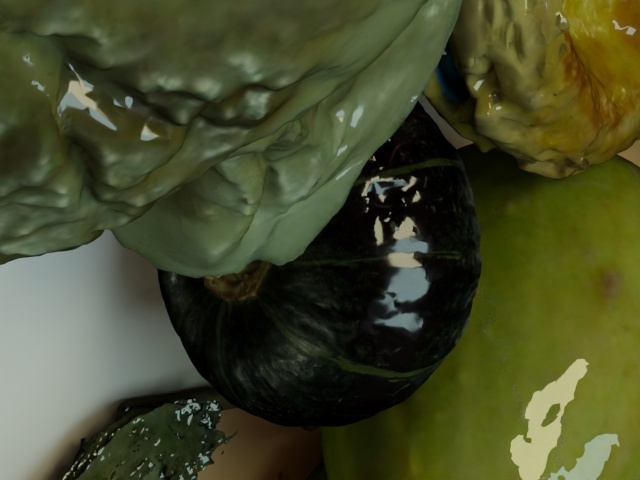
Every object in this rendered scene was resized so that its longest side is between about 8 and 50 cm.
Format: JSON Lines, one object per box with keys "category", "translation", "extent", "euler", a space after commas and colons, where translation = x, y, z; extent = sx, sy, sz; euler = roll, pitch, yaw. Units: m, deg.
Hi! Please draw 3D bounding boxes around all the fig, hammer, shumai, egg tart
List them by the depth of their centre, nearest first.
{"category": "shumai", "translation": [-0.028, -0.107, 0.650], "extent": [0.288, 0.330, 0.292], "euler": [36, 38, -37]}
{"category": "egg tart", "translation": [0.139, -0.226, 0.885], "extent": [0.388, 0.169, 0.387], "euler": [-37, 140, -39]}
{"category": "fig", "translation": [0.117, 0.090, 0.996], "extent": [0.326, 0.258, 0.258], "euler": [-61, 151, -45]}
{"category": "hammer", "translation": [-0.054, 0.094, 1.010], "extent": [0.182, 0.017, 0.062], "euler": [-2, 111, -51]}

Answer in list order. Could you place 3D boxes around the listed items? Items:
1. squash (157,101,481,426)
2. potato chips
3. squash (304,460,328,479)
{"category": "squash", "translation": [-0.004, 0.000, 0.869], "extent": [0.156, 0.193, 0.193], "euler": [-38, 140, -59]}
{"category": "potato chips", "translation": [-0.122, 0.195, 0.968], "extent": [0.202, 0.029, 0.219], "euler": [-13, 125, -45]}
{"category": "squash", "translation": [0.047, 0.160, 1.132], "extent": [0.252, 0.066, 0.066], "euler": [-19, 125, -51]}
